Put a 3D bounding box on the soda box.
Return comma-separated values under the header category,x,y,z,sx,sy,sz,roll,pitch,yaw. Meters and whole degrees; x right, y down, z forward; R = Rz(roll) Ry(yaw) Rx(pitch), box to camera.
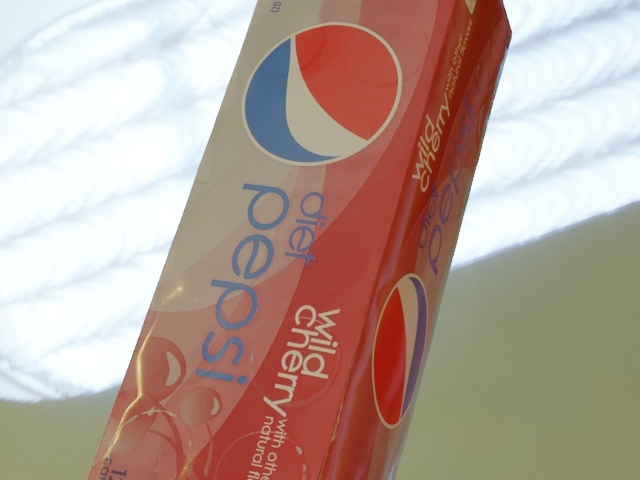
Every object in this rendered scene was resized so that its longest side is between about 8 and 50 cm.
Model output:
category,x,y,z,sx,sy,sz,roll,pitch,yaw
soda box,0.000,0.000,0.533,0.083,0.092,0.263,57,-135,-58
